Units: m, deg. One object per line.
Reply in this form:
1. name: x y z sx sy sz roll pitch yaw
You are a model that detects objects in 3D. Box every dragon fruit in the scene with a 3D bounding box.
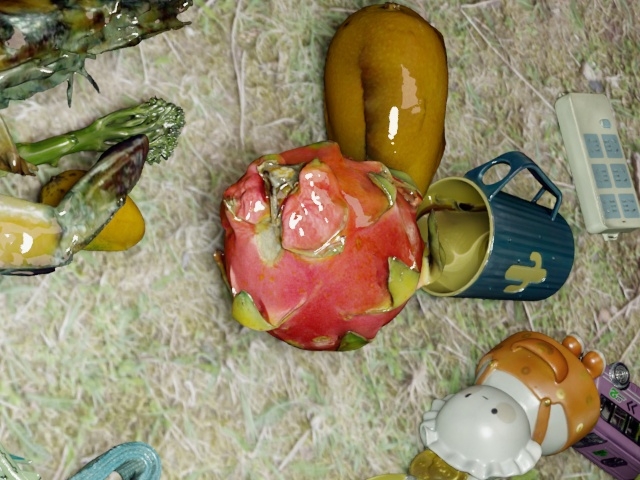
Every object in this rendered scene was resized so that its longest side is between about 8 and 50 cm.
1. dragon fruit: 0.003 0.003 1.853 0.227 0.224 0.224 48 26 -78

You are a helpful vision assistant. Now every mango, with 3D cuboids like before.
1. mango: 0.070 -0.136 2.029 0.136 0.166 0.236 -1 92 3
2. mango: -0.214 -0.026 1.794 0.114 0.057 0.079 23 50 -35

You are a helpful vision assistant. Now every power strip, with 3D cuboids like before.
1. power strip: 0.339 -0.094 2.316 0.081 0.035 0.192 -2 73 -41

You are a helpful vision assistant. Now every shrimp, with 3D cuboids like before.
1. shrimp: -0.254 -0.122 1.747 0.272 0.085 0.445 50 49 7

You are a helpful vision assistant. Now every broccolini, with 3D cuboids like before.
1. broccolini: -0.227 -0.087 1.828 0.216 0.058 0.067 -23 52 -37

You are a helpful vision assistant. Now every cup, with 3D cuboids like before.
1. cup: 0.200 -0.012 2.078 0.155 0.176 0.131 12 26 -43

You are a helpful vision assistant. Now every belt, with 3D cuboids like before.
1. belt: -0.203 0.251 1.682 0.179 0.065 0.100 -29 82 -42

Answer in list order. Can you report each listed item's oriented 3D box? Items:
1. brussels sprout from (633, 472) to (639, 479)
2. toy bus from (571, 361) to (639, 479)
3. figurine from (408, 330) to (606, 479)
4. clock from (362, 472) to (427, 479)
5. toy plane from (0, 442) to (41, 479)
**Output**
1. brussels sprout: 0.455 0.390 2.006 0.425 0.342 0.361 58 11 -14
2. toy bus: 0.339 0.212 2.144 0.178 0.087 0.098 36 58 -26
3. figurine: 0.197 0.190 2.016 0.271 0.143 0.143 -43 102 -21
4. clock: 0.073 0.348 1.874 0.237 0.057 0.237 13 67 -34
5. toy plane: -0.280 0.195 1.653 0.083 0.033 0.080 41 11 3
